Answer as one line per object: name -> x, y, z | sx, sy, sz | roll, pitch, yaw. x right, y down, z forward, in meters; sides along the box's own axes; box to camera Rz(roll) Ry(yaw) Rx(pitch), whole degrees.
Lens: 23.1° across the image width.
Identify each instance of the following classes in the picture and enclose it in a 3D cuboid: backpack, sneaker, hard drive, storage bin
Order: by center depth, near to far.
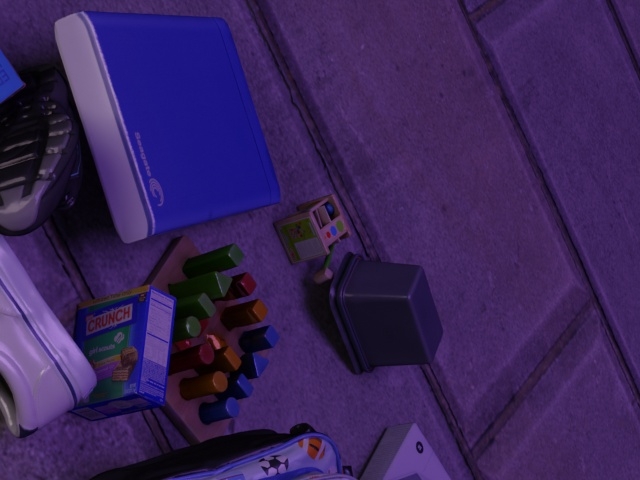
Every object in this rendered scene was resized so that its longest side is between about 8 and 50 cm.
sneaker -> -0.293, 0.052, 1.307 | 0.091, 0.094, 0.258 | -43, 102, -28
backpack -> -0.068, 0.311, 1.345 | 0.276, 0.213, 0.263 | -12, 98, -29
sneaker -> -0.240, -0.063, 1.354 | 0.267, 0.101, 0.106 | -99, 173, -62
hard drive -> -0.140, -0.119, 1.541 | 0.319, 0.040, 0.210 | -19, 92, -69
storage bin -> 0.080, 0.078, 1.745 | 0.098, 0.091, 0.135 | -64, 146, -43

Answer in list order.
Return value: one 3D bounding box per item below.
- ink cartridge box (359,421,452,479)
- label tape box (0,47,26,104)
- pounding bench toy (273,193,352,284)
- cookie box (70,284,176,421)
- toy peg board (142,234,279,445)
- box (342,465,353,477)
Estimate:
ink cartridge box -> 0.104, 0.354, 1.734 | 0.223, 0.045, 0.224 | 58, 40, -20
label tape box -> -0.417, -0.199, 1.230 | 0.333, 0.106, 0.240 | 60, 38, -17
pounding bench toy -> 0.000, 0.000, 1.735 | 0.065, 0.052, 0.083 | -36, 106, -52
cookie box -> -0.182, 0.103, 1.427 | 0.040, 0.092, 0.107 | 33, 51, -45
toy peg board -> -0.103, 0.096, 1.543 | 0.160, 0.079, 0.161 | 54, 41, -23
box -> -0.019, 0.244, 1.588 | 0.067, 0.083, 0.018 | 8, 70, -51
